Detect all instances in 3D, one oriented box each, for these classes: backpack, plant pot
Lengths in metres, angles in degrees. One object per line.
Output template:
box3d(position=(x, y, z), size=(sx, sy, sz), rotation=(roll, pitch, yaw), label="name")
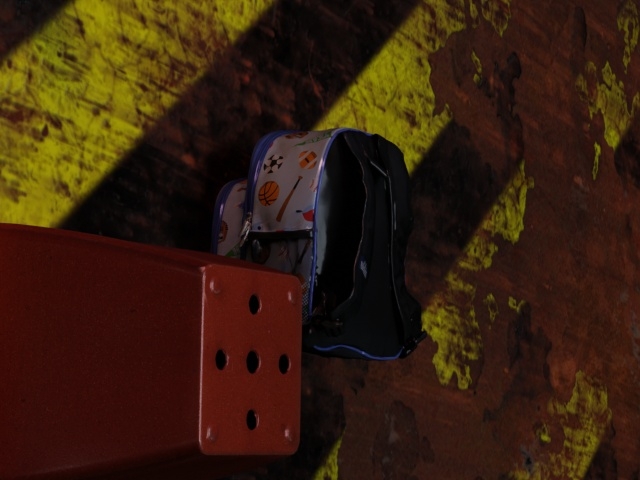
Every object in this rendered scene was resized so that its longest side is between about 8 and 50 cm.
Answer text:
box3d(position=(0.000, 0.000, 2.198), size=(0.276, 0.213, 0.263), rotation=(18, 80, -64), label="backpack")
box3d(position=(-0.162, 0.122, 1.886), size=(0.267, 0.236, 0.267), rotation=(11, 79, -59), label="plant pot")
